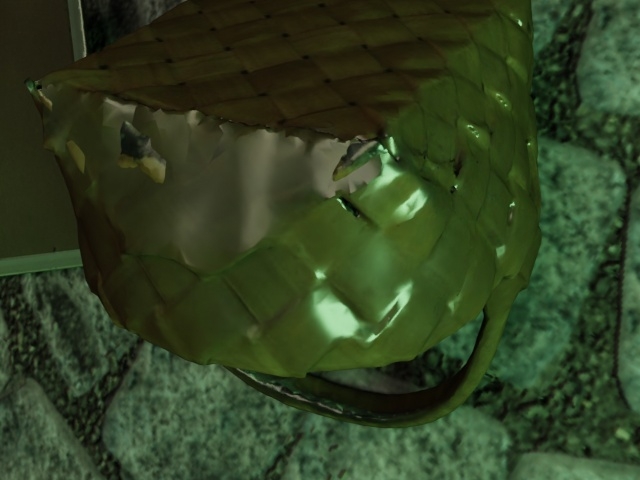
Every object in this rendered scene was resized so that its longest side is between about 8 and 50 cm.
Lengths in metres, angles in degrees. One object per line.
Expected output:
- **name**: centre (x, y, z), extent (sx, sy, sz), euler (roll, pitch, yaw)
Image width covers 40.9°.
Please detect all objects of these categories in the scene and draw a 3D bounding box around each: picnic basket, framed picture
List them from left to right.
- **framed picture**: centre (-0.309, -0.111, 0.856), extent (0.231, 0.018, 0.293), euler (-6, 89, 26)
- **picnic basket**: centre (0.000, 0.000, 0.588), extent (0.293, 0.337, 0.337), euler (13, 85, 23)
